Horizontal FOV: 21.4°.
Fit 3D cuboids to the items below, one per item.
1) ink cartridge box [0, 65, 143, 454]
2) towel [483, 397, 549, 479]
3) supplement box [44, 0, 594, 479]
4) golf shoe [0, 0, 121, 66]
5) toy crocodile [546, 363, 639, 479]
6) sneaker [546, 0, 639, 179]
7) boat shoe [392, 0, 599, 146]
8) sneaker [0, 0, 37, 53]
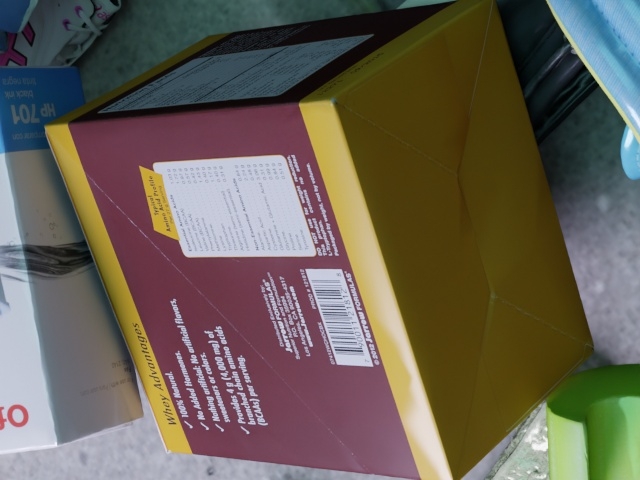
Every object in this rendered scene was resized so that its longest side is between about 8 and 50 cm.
[{"bbox_3d":[-0.184,0.015,0.879,0.139,0.082,0.191,-11,89,27],"label":"ink cartridge box"},{"bbox_3d":[0.129,0.158,0.905,0.110,0.027,0.148,37,111,16],"label":"towel"},{"bbox_3d":[0.000,0.000,0.835,0.194,0.129,0.191,-1,116,43],"label":"supplement box"},{"bbox_3d":[-0.162,-0.129,0.984,0.086,0.067,0.186,17,104,21],"label":"golf shoe"},{"bbox_3d":[0.273,0.112,0.782,0.340,0.105,0.115,13,102,20],"label":"toy crocodile"},{"bbox_3d":[0.236,-0.081,0.677,0.319,0.127,0.208,29,116,1],"label":"sneaker"},{"bbox_3d":[0.181,-0.133,0.787,0.340,0.127,0.113,-29,85,27],"label":"boat shoe"},{"bbox_3d":[-0.305,-0.132,0.947,0.315,0.182,0.127,-31,57,45],"label":"sneaker"}]
